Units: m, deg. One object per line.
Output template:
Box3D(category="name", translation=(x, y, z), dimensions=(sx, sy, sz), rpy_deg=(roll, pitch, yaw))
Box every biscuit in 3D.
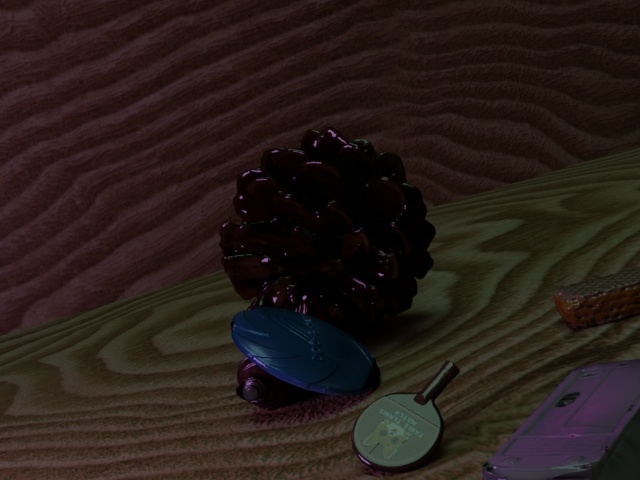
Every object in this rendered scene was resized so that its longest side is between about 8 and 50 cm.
Box3D(category="biscuit", translation=(0.552, 0.061, 1.496), dimensions=(0.379, 0.054, 0.094), rpy_deg=(-14, 8, 3))

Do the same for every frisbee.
Box3D(category="frisbee", translation=(-0.018, 0.154, 1.468), dimensions=(0.242, 0.045, 0.242), rpy_deg=(19, 19, -7))

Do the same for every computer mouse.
Box3D(category="computer mouse", translation=(0.273, 0.199, 0.978), dimensions=(0.158, 0.071, 0.310), rpy_deg=(-11, 9, 35))

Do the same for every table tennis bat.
Box3D(category="table tennis bat", translation=(0.121, 0.243, 1.193), dimensions=(0.107, 0.119, 0.170), rpy_deg=(25, 57, 37))

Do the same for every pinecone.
Box3D(category="pinecone", translation=(0.000, 0.000, 1.728), dimensions=(0.398, 0.397, 0.398), rpy_deg=(-14, 8, 2))

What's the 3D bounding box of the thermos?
Box3D(category="thermos", translation=(-0.063, 0.198, 1.507), dimensions=(0.124, 0.099, 0.232), rpy_deg=(0, 11, 17))
